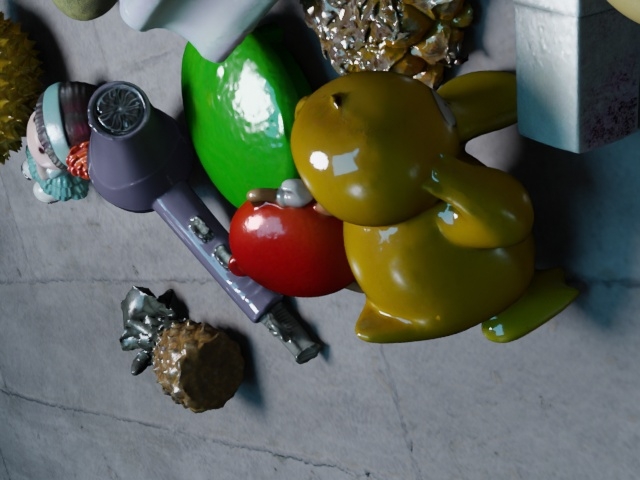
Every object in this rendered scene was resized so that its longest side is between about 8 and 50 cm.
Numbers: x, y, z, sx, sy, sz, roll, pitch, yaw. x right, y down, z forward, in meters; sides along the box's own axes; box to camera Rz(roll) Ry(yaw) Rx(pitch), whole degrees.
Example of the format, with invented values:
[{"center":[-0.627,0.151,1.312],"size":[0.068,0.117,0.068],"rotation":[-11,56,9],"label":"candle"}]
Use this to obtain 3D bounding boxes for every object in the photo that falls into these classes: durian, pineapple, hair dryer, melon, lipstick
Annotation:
[{"center":[-0.440,-0.200,1.736],"size":[0.183,0.138,0.249],"rotation":[-10,69,35],"label":"durian"},{"center":[-0.184,0.131,1.596],"size":[0.111,0.119,0.237],"rotation":[34,174,-33],"label":"pineapple"},{"center":[0.042,-0.214,1.053],"size":[0.225,0.076,0.224],"rotation":[38,139,43],"label":"pineapple"},{"center":[-0.121,-0.013,1.382],"size":[0.361,0.121,0.301],"rotation":[47,172,5],"label":"hair dryer"},{"center":[-0.269,-0.312,1.463],"size":[0.098,0.098,0.130],"rotation":[51,149,28],"label":"melon"},{"center":[0.171,-0.220,0.849],"size":[0.068,0.066,0.317],"rotation":[27,130,48],"label":"lipstick"}]

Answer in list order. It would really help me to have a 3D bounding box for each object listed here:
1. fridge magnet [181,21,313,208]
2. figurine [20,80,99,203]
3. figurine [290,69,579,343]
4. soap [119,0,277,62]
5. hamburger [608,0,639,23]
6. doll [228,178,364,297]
[{"center":[-0.072,-0.123,1.271],"size":[0.208,0.088,0.208],"rotation":[34,135,43],"label":"fridge magnet"},{"center":[-0.331,-0.116,1.676],"size":[0.138,0.110,0.245],"rotation":[63,154,7],"label":"figurine"},{"center":[0.080,-0.028,0.981],"size":[0.215,0.215,0.228],"rotation":[25,130,50],"label":"figurine"},{"center":[-0.076,-0.290,1.069],"size":[0.347,0.115,0.208],"rotation":[150,133,-64],"label":"soap"},{"center":[0.219,-0.186,0.706],"size":[0.175,0.175,0.137],"rotation":[34,146,44],"label":"hamburger"},{"center":[0.000,0.000,1.190],"size":[0.183,0.085,0.217],"rotation":[37,145,-24],"label":"doll"}]
